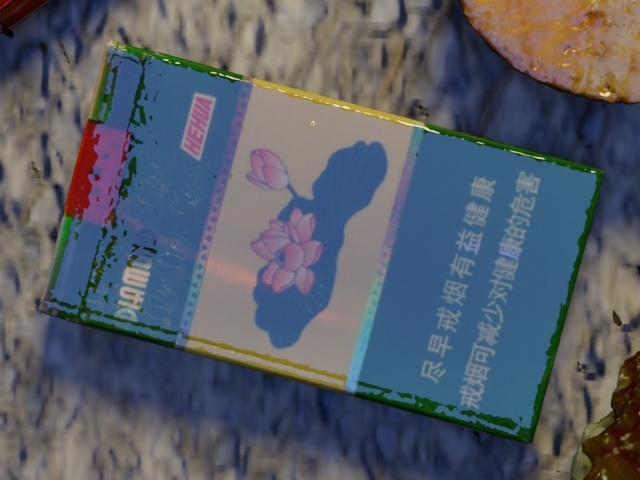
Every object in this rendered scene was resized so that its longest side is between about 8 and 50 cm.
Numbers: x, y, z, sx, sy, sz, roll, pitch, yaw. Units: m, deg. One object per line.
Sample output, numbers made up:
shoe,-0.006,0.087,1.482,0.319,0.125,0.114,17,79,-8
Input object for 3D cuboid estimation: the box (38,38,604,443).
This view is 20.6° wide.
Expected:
box,0.000,0.000,0.807,0.235,0.034,0.132,14,94,3

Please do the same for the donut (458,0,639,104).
donut,0.129,-0.130,0.782,0.152,0.058,0.152,0,92,4

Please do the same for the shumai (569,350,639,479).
shumai,0.194,0.122,0.749,0.184,0.142,0.184,0,93,7

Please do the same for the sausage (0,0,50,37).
sausage,-0.101,-0.152,0.800,0.145,0.050,0.048,-36,49,5
